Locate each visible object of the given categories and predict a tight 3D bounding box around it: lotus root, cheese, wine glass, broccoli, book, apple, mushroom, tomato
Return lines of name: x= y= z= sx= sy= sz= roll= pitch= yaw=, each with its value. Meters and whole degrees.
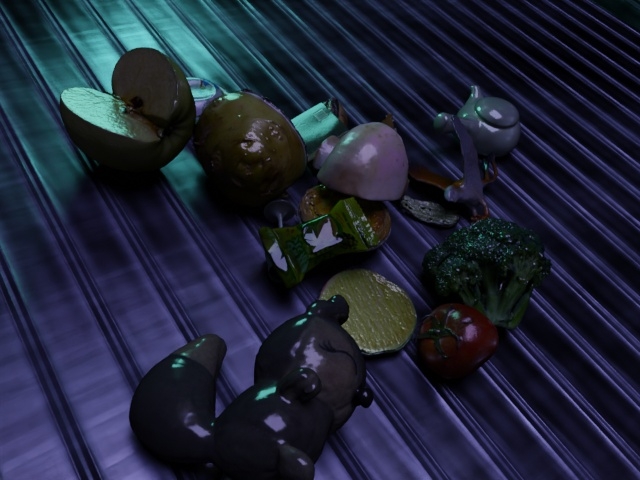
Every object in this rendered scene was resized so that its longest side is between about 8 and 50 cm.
lotus root: x=0.010 y=-0.287 z=1.673 sx=0.110 sy=0.097 sz=0.258 roll=3 pitch=54 yaw=17
cheese: x=-0.296 y=-0.375 z=1.669 sx=0.321 sy=0.083 sz=0.204 roll=11 pitch=46 yaw=-5
wine glass: x=-0.089 y=0.001 z=1.384 sx=0.079 sy=0.079 sz=0.195 roll=4 pitch=47 yaw=-13
broccoli: x=0.386 y=0.073 z=1.379 sx=0.295 sy=0.265 sz=0.245 roll=9 pitch=79 yaw=-10
book: x=-0.055 y=-0.269 z=1.609 sx=0.228 sy=0.024 sz=0.160 roll=-32 pitch=53 yaw=-5
apple: x=-0.435 y=-0.286 z=1.433 sx=0.258 sy=0.233 sz=0.295 roll=34 pitch=66 yaw=20
mushroom: x=0.086 y=-0.204 z=1.444 sx=0.236 sy=0.162 sz=0.173 roll=27 pitch=22 yaw=28
tomato: x=0.285 y=0.208 z=1.259 sx=0.167 sy=0.167 sz=0.167 roll=8 pitch=46 yaw=-9

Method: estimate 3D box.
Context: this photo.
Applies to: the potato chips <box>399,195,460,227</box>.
potato chips: x=0.272 y=-0.084 z=1.603 sx=0.208 sy=0.028 sz=0.092 roll=19 pitch=40 yaw=-5

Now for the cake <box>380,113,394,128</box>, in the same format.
cake: x=0.154 y=-0.235 z=1.650 sx=0.113 sy=0.116 sz=0.295 roll=13 pitch=44 yaw=6

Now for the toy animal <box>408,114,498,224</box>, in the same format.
toy animal: x=0.408 y=-0.148 z=1.659 sx=0.284 sy=0.225 sz=0.302 roll=13 pitch=51 yaw=-34

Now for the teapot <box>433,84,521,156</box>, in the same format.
teapot: x=0.482 y=-0.335 z=1.818 sx=0.220 sy=0.149 sz=0.318 roll=32 pitch=46 yaw=16

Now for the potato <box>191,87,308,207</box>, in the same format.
potato: x=-0.201 y=-0.209 z=1.436 sx=0.300 sy=0.246 sz=0.196 roll=26 pitch=43 yaw=16

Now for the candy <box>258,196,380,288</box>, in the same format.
candy: x=0.000 y=0.000 z=1.321 sx=0.246 sy=0.069 sz=0.149 roll=-24 pitch=68 yaw=-15

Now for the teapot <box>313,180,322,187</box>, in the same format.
teapot: x=0.024 y=-0.136 z=1.569 sx=0.100 sy=0.045 sz=0.068 roll=-11 pitch=54 yaw=-24

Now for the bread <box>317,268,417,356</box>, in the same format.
bread: x=0.101 y=0.158 z=1.326 sx=0.229 sy=0.033 sz=0.228 roll=7 pitch=46 yaw=-7

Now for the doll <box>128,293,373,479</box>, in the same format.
doll: x=-0.099 y=0.233 z=1.056 sx=0.379 sy=0.252 sz=0.382 roll=24 pitch=40 yaw=6

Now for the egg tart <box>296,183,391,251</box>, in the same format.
egg tart: x=0.056 y=-0.046 z=1.462 sx=0.234 sy=0.094 sz=0.234 roll=8 pitch=44 yaw=-7
